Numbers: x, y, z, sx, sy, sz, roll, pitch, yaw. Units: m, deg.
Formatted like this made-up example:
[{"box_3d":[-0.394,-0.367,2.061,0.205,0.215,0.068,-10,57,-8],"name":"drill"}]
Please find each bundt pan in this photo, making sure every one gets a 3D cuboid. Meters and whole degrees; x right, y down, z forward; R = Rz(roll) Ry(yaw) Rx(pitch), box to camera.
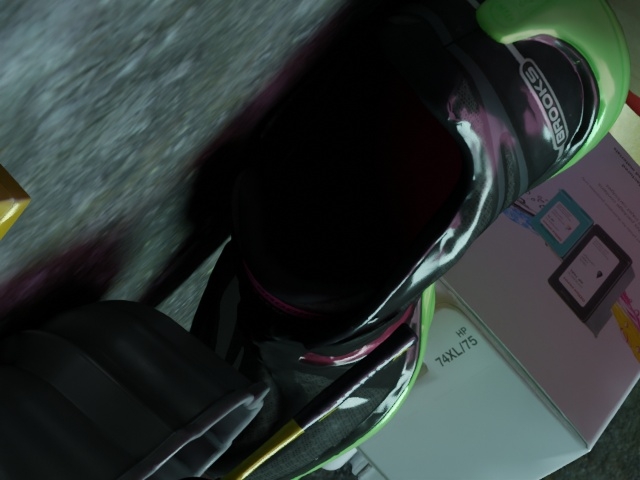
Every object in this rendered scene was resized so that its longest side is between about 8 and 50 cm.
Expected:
[{"box_3d":[-0.191,0.159,1.050,0.331,0.124,0.331,-43,172,-7],"name":"bundt pan"}]

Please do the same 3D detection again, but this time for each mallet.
[{"box_3d":[-0.018,0.116,1.050,0.189,0.039,0.062,-38,172,-8],"name":"mallet"}]

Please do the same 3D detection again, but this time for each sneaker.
[{"box_3d":[0.000,0.000,1.120,0.202,0.185,0.483,-20,151,-42],"name":"sneaker"}]

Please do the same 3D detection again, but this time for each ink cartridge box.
[{"box_3d":[0.144,0.055,1.391,0.198,0.197,0.270,-39,-176,46],"name":"ink cartridge box"}]

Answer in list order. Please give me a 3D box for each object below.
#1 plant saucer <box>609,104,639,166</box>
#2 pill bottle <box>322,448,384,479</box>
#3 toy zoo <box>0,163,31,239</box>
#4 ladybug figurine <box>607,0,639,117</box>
[{"box_3d":[0.248,-0.107,1.726,0.333,0.081,0.333,-38,144,-37],"name":"plant saucer"},{"box_3d":[0.005,0.112,1.479,0.117,0.215,0.117,-43,173,-6],"name":"pill bottle"},{"box_3d":[-0.217,0.049,0.637,0.192,0.030,0.293,-46,173,17],"name":"toy zoo"},{"box_3d":[0.356,-0.141,1.215,0.305,0.162,0.449,-23,164,32],"name":"ladybug figurine"}]
